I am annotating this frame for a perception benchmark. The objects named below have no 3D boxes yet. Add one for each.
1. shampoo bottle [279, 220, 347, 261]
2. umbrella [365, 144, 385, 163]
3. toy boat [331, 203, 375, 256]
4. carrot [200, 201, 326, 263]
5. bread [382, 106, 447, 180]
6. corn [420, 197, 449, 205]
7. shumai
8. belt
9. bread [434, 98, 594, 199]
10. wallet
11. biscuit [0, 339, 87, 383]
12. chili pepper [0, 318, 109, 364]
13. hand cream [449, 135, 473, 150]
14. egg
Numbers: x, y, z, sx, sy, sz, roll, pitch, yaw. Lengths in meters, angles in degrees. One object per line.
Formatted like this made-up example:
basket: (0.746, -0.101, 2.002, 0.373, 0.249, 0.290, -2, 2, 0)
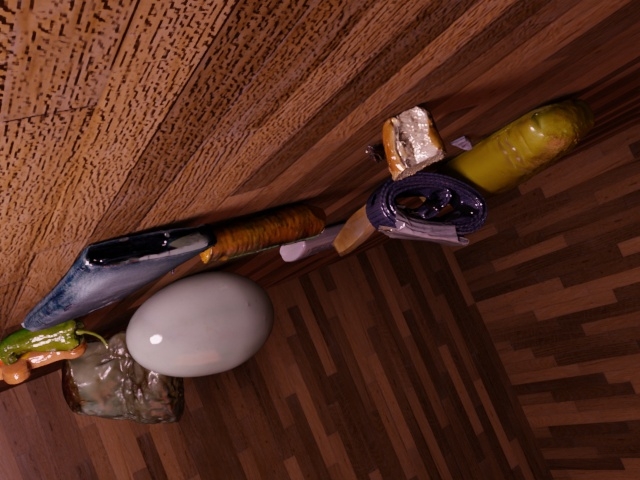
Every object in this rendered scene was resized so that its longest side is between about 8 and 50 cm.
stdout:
shampoo bottle: (0.000, 0.000, 1.687, 0.086, 0.056, 0.227, -35, 169, 38)
umbrella: (0.080, -0.127, 0.975, 0.031, 0.020, 0.083, -25, 169, 15)
toy boat: (0.103, -0.034, 1.615, 0.072, 0.064, 0.206, -13, 154, -50)
carrot: (-0.093, -0.014, 1.114, 0.260, 0.070, 0.070, -17, 172, -43)
bread: (0.114, -0.123, 0.865, 0.076, 0.070, 0.083, -24, 173, 7)
corn: (0.344, -0.136, 1.632, 0.260, 0.091, 0.091, -14, 173, -33)
shumai: (-0.541, 0.358, 1.873, 0.323, 0.324, 0.397, -7, 167, -10)
belt: (0.212, -0.060, 1.385, 0.230, 0.140, 0.126, 7, 171, -13)
bread: (0.385, -0.165, 1.377, 0.166, 0.112, 0.383, -20, 174, -29)
wallet: (-0.313, 0.061, 1.015, 0.190, 0.046, 0.379, -17, 173, -38)
biscuit: (-0.590, 0.229, 1.338, 0.250, 0.036, 0.165, -21, -159, -22)
chili pepper: (-0.503, 0.181, 1.285, 0.204, 0.073, 0.072, -12, -168, -2)
hand cream: (0.262, -0.181, 1.251, 0.030, 0.019, 0.093, -23, 168, 24)
egg: (-0.262, 0.187, 1.517, 0.230, 0.230, 0.371, -28, 167, 40)
